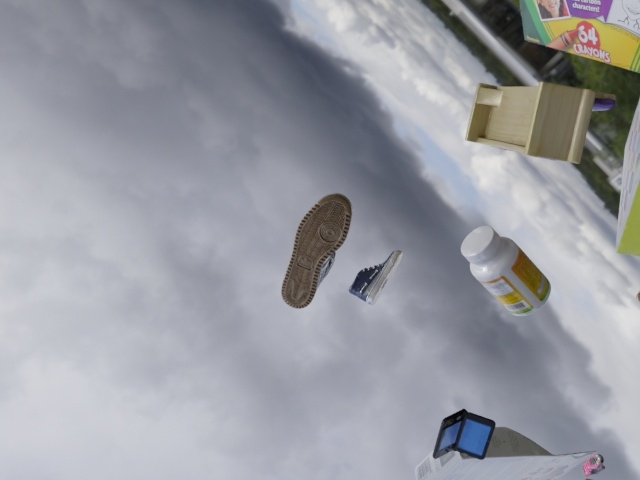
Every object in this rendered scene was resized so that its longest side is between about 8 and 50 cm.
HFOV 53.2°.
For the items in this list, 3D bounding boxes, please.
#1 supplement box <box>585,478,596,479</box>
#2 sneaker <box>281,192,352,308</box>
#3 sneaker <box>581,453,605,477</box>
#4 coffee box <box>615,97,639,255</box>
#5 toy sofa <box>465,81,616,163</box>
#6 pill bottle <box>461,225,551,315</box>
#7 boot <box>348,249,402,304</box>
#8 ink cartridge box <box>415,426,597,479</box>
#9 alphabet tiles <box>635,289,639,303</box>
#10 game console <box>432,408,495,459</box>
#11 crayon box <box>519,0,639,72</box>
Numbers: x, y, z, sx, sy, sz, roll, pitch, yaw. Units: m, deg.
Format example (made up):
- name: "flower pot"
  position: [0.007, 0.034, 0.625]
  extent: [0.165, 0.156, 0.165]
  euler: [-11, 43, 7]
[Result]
- name: "supplement box"
  position: [0.649, 0.633, 1.332]
  extent: [0.194, 0.191, 0.129]
  euler: [4, -165, 22]
- name: "sneaker"
  position: [0.000, 0.000, 1.383]
  extent: [0.099, 0.282, 0.153]
  euler: [26, -152, 3]
- name: "sneaker"
  position: [0.836, 0.678, 1.933]
  extent: [0.057, 0.119, 0.047]
  euler: [3, -130, -2]
- name: "coffee box"
  position: [0.854, -0.165, 1.378]
  extent: [0.338, 0.338, 0.334]
  euler: [67, -143, -55]
- name: "toy sofa"
  position: [0.478, -0.266, 1.429]
  extent: [0.177, 0.150, 0.362]
  euler: [8, -168, -11]
- name: "pill bottle"
  position: [0.480, 0.076, 1.671]
  extent: [0.245, 0.136, 0.136]
  euler: [43, -159, -23]
- name: "boot"
  position: [0.162, 0.093, 1.883]
  extent: [0.086, 0.190, 0.069]
  euler: [27, 159, 21]
- name: "ink cartridge box"
  position: [0.483, 0.589, 1.709]
  extent: [0.385, 0.308, 0.091]
  euler: [2, -128, -14]
- name: "alphabet tiles"
  position: [0.917, 0.165, 1.531]
  extent: [0.278, 0.284, 0.021]
  euler: [37, 162, 19]
- name: "game console"
  position: [0.321, 0.449, 1.437]
  extent: [0.107, 0.122, 0.071]
  euler: [-13, -146, -34]
- name: "crayon box"
  position: [0.430, -0.430, 0.946]
  extent: [0.363, 0.106, 0.313]
  euler: [49, 166, 55]
